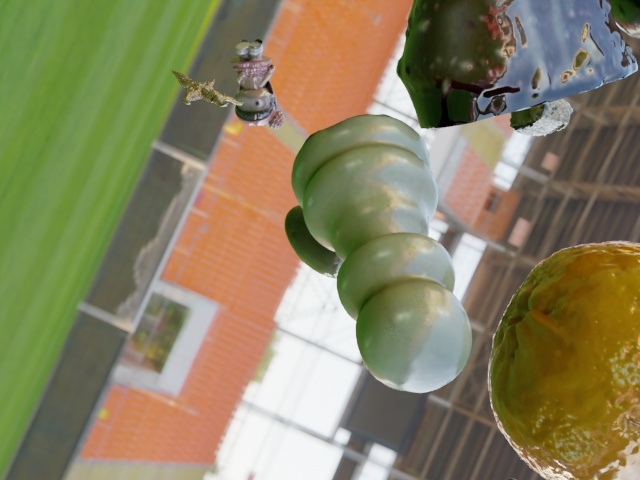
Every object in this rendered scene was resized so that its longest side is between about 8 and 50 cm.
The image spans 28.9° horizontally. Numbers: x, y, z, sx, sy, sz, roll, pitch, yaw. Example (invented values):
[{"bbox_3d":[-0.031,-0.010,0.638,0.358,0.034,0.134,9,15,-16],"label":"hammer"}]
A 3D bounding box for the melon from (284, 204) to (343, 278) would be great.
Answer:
[{"bbox_3d":[0.000,0.000,2.224,0.099,0.162,0.099,-40,158,-19],"label":"melon"}]

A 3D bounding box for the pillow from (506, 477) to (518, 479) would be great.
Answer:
[{"bbox_3d":[0.432,0.497,2.078,0.106,0.249,0.186,102,-4,-48],"label":"pillow"}]

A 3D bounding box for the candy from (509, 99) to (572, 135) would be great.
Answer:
[{"bbox_3d":[0.392,-0.230,2.228,0.095,0.110,0.085,-10,-109,49],"label":"candy"}]

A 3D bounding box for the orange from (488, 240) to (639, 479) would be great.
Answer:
[{"bbox_3d":[0.365,0.160,1.590,0.341,0.293,0.341,-57,-168,19],"label":"orange"}]

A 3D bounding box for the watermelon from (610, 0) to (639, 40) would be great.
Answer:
[{"bbox_3d":[0.510,-0.396,1.765,0.242,0.242,0.242,-155,-90,-83],"label":"watermelon"}]

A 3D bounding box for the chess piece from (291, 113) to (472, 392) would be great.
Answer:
[{"bbox_3d":[0.083,0.026,1.459,0.182,0.182,0.330,-59,-145,40],"label":"chess piece"}]

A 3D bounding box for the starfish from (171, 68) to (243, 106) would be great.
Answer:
[{"bbox_3d":[-0.129,-0.160,1.322,0.092,0.086,0.016,-44,155,-62],"label":"starfish"}]

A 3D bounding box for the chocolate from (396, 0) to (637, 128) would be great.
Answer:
[{"bbox_3d":[0.249,-0.282,1.614,0.225,0.340,0.210,4,-70,56],"label":"chocolate"}]

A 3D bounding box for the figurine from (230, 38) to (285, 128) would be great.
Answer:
[{"bbox_3d":[-0.088,-0.220,1.754,0.054,0.072,0.129,-76,164,-64],"label":"figurine"}]
